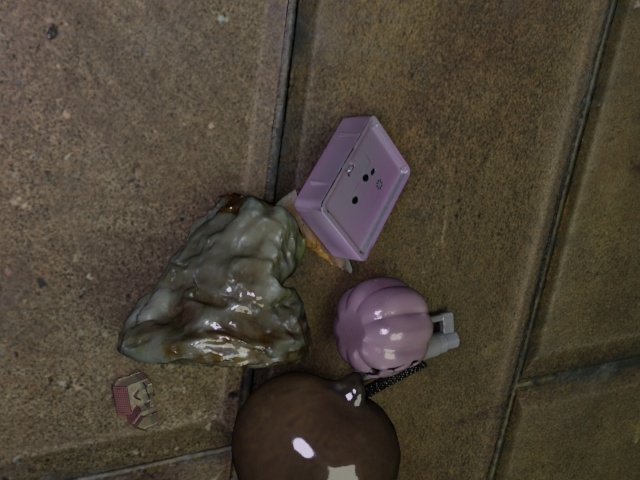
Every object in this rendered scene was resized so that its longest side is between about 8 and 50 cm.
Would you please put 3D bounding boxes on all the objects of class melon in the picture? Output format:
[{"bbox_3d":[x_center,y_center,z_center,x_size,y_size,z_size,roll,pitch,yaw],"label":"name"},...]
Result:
[{"bbox_3d":[-0.004,-0.006,1.530,0.054,0.098,0.182,-37,148,11],"label":"melon"}]

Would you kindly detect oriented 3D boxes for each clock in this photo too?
[{"bbox_3d":[0.054,-0.086,1.489,0.150,0.063,0.197,50,57,-39],"label":"clock"}]

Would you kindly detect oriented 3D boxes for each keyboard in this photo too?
[{"bbox_3d":[0.104,0.275,1.732,0.204,0.013,0.061,-30,153,9],"label":"keyboard"}]

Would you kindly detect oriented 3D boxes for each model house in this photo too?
[{"bbox_3d":[-0.302,0.264,1.497,0.058,0.057,0.083,-19,124,-29],"label":"model house"}]

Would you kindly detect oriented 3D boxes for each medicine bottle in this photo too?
[{"bbox_3d":[0.165,0.196,1.758,0.221,0.061,0.092,-11,101,-28],"label":"medicine bottle"}]

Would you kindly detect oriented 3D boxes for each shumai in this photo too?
[{"bbox_3d":[-0.150,0.054,1.377,0.304,0.309,0.263,9,83,-42],"label":"shumai"}]

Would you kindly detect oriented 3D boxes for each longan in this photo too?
[{"bbox_3d":[-0.007,0.359,1.600,0.300,0.243,0.300,-3,112,-7],"label":"longan"}]

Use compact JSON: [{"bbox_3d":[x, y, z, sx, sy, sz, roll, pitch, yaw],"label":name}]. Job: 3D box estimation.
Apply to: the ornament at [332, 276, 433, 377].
[{"bbox_3d":[0.114,0.152,1.628,0.178,0.177,0.177,-15,121,-26],"label":"ornament"}]
